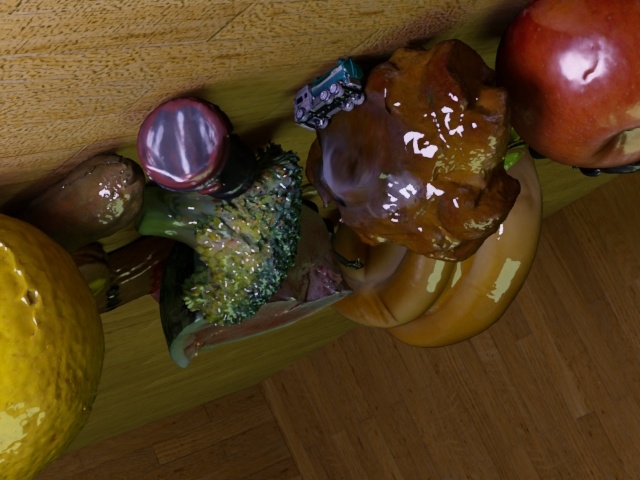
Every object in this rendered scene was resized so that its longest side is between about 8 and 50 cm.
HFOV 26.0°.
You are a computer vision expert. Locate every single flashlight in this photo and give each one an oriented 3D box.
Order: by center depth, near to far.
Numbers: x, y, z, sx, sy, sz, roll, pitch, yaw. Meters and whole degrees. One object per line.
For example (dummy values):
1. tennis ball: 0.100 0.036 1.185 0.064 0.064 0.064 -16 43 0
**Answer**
1. flashlight: -0.113 -0.080 1.364 0.093 0.093 0.232 -26 171 4

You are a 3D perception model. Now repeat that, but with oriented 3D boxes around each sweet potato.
1. sweet potato: -0.276 -0.011 1.371 0.273 0.075 0.075 -26 171 27

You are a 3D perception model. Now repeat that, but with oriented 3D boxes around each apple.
1. apple: 0.321 -0.193 1.524 0.252 0.206 0.272 -14 167 -39

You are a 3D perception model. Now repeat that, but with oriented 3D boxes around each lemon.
1. lemon: -0.328 0.100 1.244 0.293 0.293 0.293 -25 171 -4

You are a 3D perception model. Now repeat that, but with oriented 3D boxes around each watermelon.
1. watermelon: -0.104 0.053 1.712 0.180 0.224 0.305 18 -164 32

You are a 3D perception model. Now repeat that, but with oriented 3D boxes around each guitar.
1. guitar: 0.000 0.000 2.004 0.088 0.025 0.233 -21 150 25

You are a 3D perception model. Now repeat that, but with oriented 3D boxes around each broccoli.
1. broccoli: -0.115 -0.016 1.543 0.194 0.219 0.194 8 173 1

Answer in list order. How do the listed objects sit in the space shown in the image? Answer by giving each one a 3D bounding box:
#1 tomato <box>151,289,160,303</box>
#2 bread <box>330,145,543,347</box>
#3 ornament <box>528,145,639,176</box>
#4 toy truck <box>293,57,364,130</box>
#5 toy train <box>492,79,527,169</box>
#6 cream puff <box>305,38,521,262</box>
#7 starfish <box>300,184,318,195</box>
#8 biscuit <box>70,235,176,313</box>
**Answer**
1. tomato: -0.144 0.053 2.036 0.225 0.085 0.225 -22 170 -4
2. bread: 0.170 -0.018 2.160 0.245 0.329 0.424 23 151 -18
3. ornament: 0.408 -0.165 1.697 0.251 0.106 0.260 -40 -143 -17
4. toy truck: 0.008 -0.151 1.423 0.039 0.044 0.083 15 144 -42
5. toy train: 0.167 -0.132 1.791 0.296 0.100 0.160 -18 161 -37
6. cream puff: 0.096 -0.091 1.477 0.269 0.241 0.155 3 -165 45
7. starfish: 0.049 -0.084 1.919 0.176 0.053 0.208 -13 162 -13
8. biscuit: -0.265 0.047 1.764 0.277 0.052 0.262 -22 170 -25
